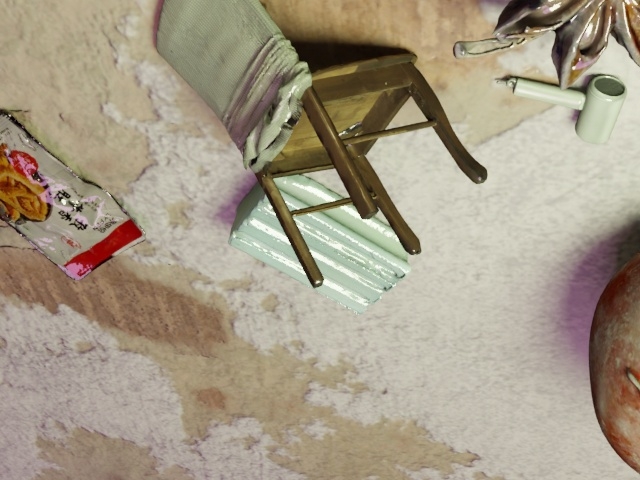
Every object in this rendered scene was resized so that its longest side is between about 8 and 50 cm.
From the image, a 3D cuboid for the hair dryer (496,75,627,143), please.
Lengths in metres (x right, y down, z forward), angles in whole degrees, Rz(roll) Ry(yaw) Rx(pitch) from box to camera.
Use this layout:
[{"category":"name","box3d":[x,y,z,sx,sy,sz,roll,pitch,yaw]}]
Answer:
[{"category":"hair dryer","box3d":[0.235,-0.139,0.960,0.124,0.038,0.063,14,139,8]}]

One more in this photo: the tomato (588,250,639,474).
[{"category":"tomato","box3d":[0.441,0.133,1.013,0.317,0.282,0.316,8,135,8]}]

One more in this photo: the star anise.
[{"category":"star anise","box3d":[0.235,-0.225,0.829,0.262,0.081,0.230,-25,127,21]}]

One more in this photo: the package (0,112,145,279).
[{"category":"package","box3d":[-0.344,-0.052,1.205,0.154,0.030,0.239,-26,124,33]}]

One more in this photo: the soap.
[{"category":"soap","box3d":[0.000,0.000,1.146,0.198,0.063,0.114,30,134,-18]}]

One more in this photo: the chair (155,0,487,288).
[{"category":"chair","box3d":[-0.008,-0.133,0.963,0.186,0.319,0.160,-16,156,-37]}]
